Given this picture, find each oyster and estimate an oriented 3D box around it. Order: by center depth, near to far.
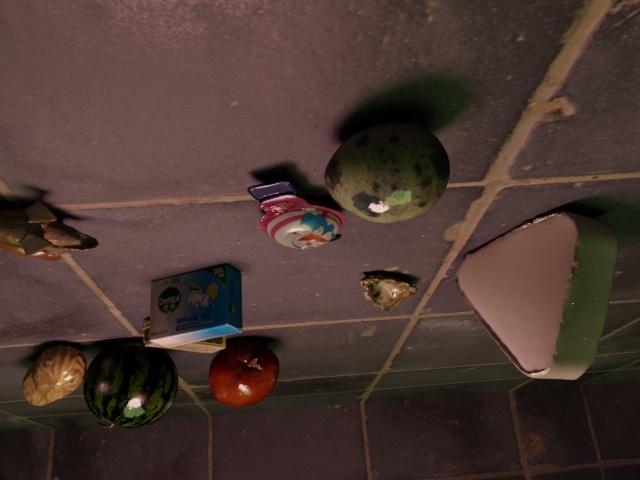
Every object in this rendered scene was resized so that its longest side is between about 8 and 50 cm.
[{"bbox_3d":[0.155,0.119,1.475,0.177,0.056,0.105,14,138,-38],"label":"oyster"}]

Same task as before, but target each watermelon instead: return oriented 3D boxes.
[{"bbox_3d":[-0.541,0.418,1.778,0.269,0.268,0.269,-4,156,-2],"label":"watermelon"}]

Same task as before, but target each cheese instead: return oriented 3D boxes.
[{"bbox_3d":[-0.043,-0.041,1.057,0.155,0.062,0.244,-10,155,16],"label":"cheese"}]

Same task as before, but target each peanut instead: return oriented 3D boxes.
[{"bbox_3d":[-0.780,0.399,1.795,0.140,0.153,0.325,18,141,-33],"label":"peanut"}]

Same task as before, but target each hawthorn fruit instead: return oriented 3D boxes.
[{"bbox_3d":[-0.227,0.400,1.856,0.215,0.215,0.250,5,156,-23],"label":"hawthorn fruit"}]

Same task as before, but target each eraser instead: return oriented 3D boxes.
[{"bbox_3d":[0.436,0.097,1.296,0.150,0.331,0.331,9,153,-33],"label":"eraser"}]

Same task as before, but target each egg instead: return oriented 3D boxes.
[{"bbox_3d":[0.091,-0.094,0.867,0.182,0.141,0.141,-7,158,23],"label":"egg"}]

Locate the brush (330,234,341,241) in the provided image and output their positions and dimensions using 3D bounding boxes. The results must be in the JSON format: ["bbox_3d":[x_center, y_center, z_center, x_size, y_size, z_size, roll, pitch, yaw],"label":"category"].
[{"bbox_3d":[0.000,0.000,1.224,0.083,0.008,0.024,-9,159,8],"label":"brush"}]

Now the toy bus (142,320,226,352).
[{"bbox_3d":[-0.362,0.255,1.649,0.081,0.074,0.226,-24,151,37],"label":"toy bus"}]

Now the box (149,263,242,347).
[{"bbox_3d":[-0.269,0.143,1.330,0.194,0.139,0.073,-14,154,19],"label":"box"}]

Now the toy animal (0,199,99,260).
[{"bbox_3d":[-0.479,-0.008,1.027,0.188,0.089,0.179,17,165,-42],"label":"toy animal"}]
